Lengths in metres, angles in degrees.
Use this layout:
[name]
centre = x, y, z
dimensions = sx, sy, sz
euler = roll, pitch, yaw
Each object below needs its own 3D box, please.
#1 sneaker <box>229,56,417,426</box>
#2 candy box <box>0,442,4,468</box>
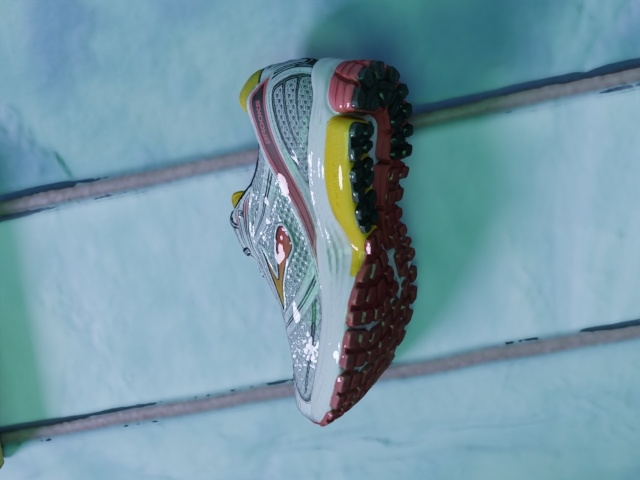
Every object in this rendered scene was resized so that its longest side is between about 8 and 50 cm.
[sneaker]
centre = 0.000, 0.000, 0.906
dimensions = 0.093, 0.088, 0.225
euler = 12, 115, 28
[candy box]
centre = -0.271, 0.069, 0.991
dimensions = 0.109, 0.053, 0.186
euler = -2, 110, 12
